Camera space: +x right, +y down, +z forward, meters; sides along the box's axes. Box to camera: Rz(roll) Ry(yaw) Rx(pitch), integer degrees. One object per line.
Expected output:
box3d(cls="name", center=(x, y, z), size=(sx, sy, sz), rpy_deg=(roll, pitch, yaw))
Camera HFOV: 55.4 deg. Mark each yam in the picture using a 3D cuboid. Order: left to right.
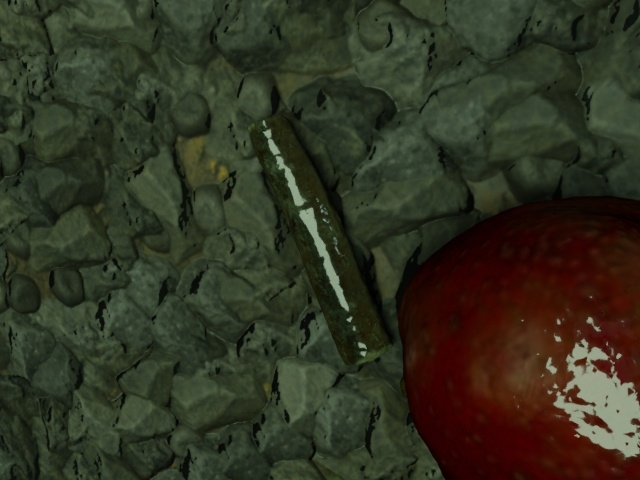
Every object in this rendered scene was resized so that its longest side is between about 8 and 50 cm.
box3d(cls="yam", center=(0.000, 0.000, 0.630), size=(0.061, 0.061, 0.274), rpy_deg=(-21, 95, 22))

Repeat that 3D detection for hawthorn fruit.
box3d(cls="hawthorn fruit", center=(0.180, 0.100, 0.499), size=(0.307, 0.265, 0.265), rpy_deg=(-17, 98, 43))
